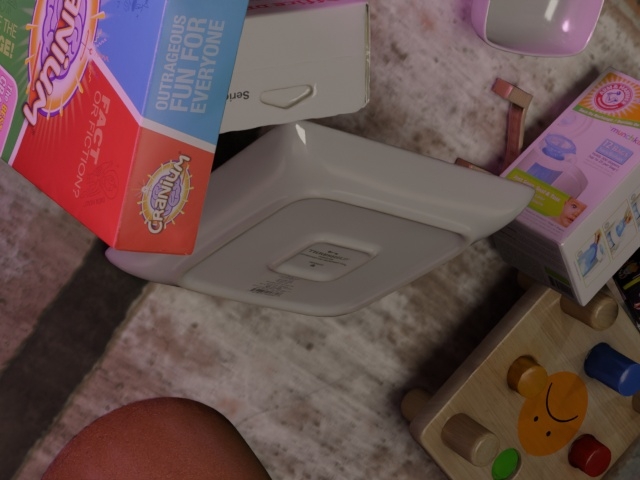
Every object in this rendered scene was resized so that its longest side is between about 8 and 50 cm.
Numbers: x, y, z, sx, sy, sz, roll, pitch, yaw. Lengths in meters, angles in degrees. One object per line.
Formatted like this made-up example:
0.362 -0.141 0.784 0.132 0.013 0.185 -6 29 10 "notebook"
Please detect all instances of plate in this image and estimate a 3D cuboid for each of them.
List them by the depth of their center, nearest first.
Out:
0.000 0.000 1.507 0.277 0.278 0.045 13 59 -38 "plate"

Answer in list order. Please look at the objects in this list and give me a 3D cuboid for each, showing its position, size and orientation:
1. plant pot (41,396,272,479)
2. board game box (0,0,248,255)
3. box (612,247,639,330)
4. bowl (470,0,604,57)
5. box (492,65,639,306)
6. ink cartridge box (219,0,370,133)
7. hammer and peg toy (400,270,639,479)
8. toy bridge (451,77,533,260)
-0.102 0.297 1.554 0.237 0.254 0.237 -14 117 -29 "plant pot"
-0.166 -0.157 1.266 0.064 0.316 0.242 3 108 -35 "board game box"
0.376 -0.006 1.748 0.190 0.184 0.045 -31 129 10 "box"
0.202 -0.246 1.644 0.142 0.053 0.142 2 108 -35 "bowl"
0.271 -0.055 1.718 0.203 0.114 0.103 -44 139 -16 "box"
-0.079 -0.158 1.390 0.154 0.212 0.093 -12 115 -29 "ink cartridge box"
0.264 0.200 1.839 0.266 0.127 0.361 -48 129 -9 "hammer and peg toy"
0.159 -0.061 1.714 0.063 0.026 0.188 20 99 -39 "toy bridge"
